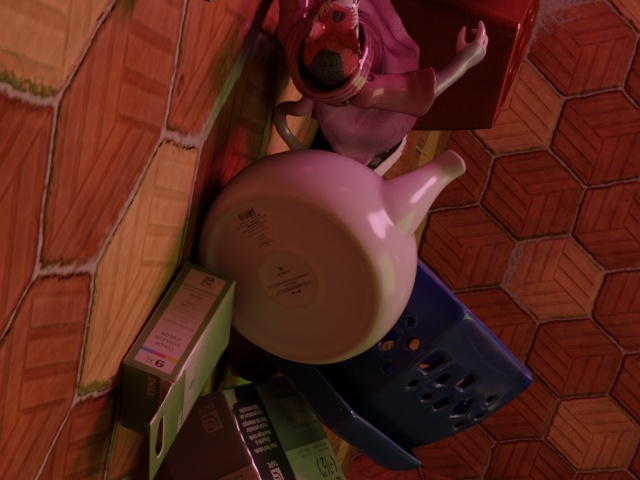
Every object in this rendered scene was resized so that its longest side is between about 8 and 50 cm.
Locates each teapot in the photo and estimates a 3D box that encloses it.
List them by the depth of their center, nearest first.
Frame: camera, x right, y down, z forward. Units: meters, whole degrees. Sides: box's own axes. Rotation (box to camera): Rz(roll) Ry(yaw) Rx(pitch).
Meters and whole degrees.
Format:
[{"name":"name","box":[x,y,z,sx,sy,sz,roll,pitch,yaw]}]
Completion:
[{"name":"teapot","box":[0.000,0.000,1.643,0.187,0.256,0.252,-50,155,-52]}]

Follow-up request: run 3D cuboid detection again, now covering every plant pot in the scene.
[{"name":"plant pot","box":[0.075,0.128,1.791,0.212,0.236,0.236,-44,143,1]},{"name":"plant pot","box":[0.157,-0.296,1.981,0.267,0.235,0.267,99,14,-48]}]

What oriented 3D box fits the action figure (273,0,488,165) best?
[{"name":"action figure","box":[0.008,-0.203,1.611,0.276,0.248,0.370,-45,177,11]}]

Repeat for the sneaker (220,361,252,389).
[{"name":"sneaker","box":[-0.073,0.134,2.026,0.094,0.081,0.208,89,20,-49]}]

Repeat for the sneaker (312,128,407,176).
[{"name":"sneaker","box":[0.055,-0.150,2.131,0.124,0.107,0.283,91,20,-47]}]

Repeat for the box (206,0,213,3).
[{"name":"box","box":[-0.101,-0.243,1.099,0.169,0.054,0.059,83,27,-70]}]

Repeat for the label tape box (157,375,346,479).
[{"name":"label tape box","box":[-0.041,0.339,1.765,0.115,0.348,0.249,-28,170,18]}]

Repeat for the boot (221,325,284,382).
[{"name":"boot","box":[-0.024,0.046,1.907,0.295,0.104,0.211,-59,153,-1]}]

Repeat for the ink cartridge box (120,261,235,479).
[{"name":"ink cartridge box","box":[-0.158,0.134,1.546,0.109,0.062,0.209,100,13,-47]}]
